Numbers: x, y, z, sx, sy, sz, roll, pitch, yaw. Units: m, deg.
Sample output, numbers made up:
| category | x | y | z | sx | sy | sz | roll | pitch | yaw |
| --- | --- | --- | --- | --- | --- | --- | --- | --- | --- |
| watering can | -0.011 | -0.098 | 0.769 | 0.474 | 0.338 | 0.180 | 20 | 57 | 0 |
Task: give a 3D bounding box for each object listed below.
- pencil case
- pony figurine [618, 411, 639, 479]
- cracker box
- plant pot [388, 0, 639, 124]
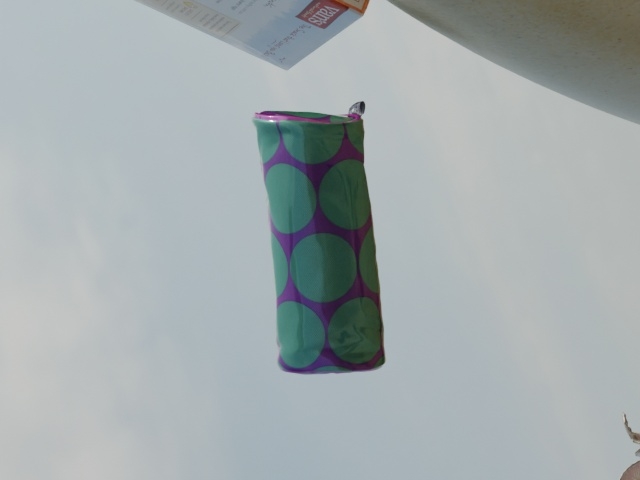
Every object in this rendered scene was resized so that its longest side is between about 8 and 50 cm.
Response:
| category | x | y | z | sx | sy | sz | roll | pitch | yaw |
| --- | --- | --- | --- | --- | --- | --- | --- | --- | --- |
| pencil case | 0.000 | 0.000 | 1.109 | 0.070 | 0.064 | 0.151 | -147 | 52 | -77 |
| pony figurine | 0.418 | 0.105 | 1.584 | 0.303 | 0.351 | 0.363 | 53 | -139 | -76 |
| cracker box | -0.089 | -0.202 | 1.298 | 0.232 | 0.156 | 0.067 | 24 | -106 | -15 |
| plant pot | 0.122 | -0.152 | 0.742 | 0.274 | 0.256 | 0.256 | -5 | -112 | -45 |
